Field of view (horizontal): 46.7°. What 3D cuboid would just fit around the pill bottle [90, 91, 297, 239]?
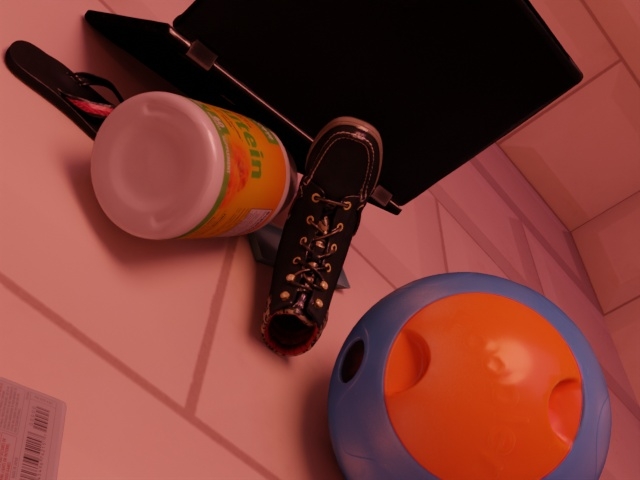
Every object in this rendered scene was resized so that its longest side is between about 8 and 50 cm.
[{"bbox_3d":[-0.114,-0.072,0.784,0.136,0.136,0.245,59,18,9],"label":"pill bottle"}]

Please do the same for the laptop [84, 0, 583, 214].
[{"bbox_3d":[0.004,-0.225,0.866,0.382,0.236,0.408,34,-4,-39],"label":"laptop"}]

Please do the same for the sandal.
[{"bbox_3d":[-0.242,-0.150,0.779,0.179,0.040,0.067,38,29,-34],"label":"sandal"}]

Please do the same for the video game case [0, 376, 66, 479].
[{"bbox_3d":[-0.236,0.150,0.430,0.173,0.022,0.190,36,31,-37],"label":"video game case"}]

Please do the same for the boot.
[{"bbox_3d":[0.001,0.001,0.809,0.085,0.236,0.179,18,47,-6],"label":"boot"}]

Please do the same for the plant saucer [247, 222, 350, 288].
[{"bbox_3d":[-0.029,0.021,0.979,0.192,0.018,0.067,21,41,-50],"label":"plant saucer"}]

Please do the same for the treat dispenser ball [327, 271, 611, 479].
[{"bbox_3d":[0.151,0.177,0.778,0.288,0.288,0.288,42,27,-27],"label":"treat dispenser ball"}]
